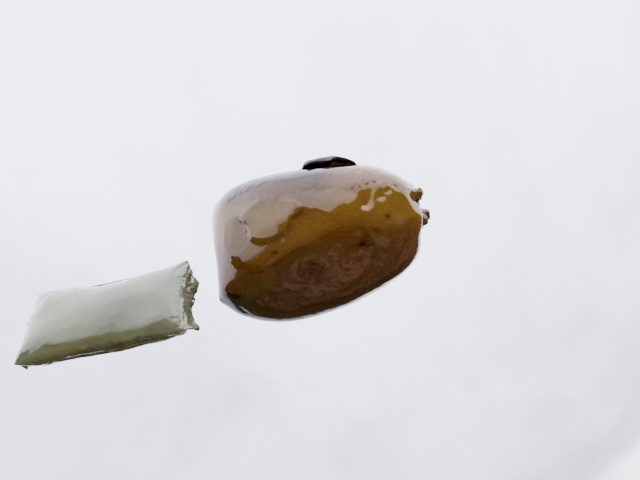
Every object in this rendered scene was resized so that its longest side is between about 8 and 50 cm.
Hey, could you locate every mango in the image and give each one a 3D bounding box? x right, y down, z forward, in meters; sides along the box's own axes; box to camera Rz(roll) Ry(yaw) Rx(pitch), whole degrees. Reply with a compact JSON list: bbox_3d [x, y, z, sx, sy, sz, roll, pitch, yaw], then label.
[{"bbox_3d":[0.000,0.000,0.926,0.287,0.152,0.201,-20,-53,8],"label":"mango"}]

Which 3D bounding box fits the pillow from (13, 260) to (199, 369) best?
[{"bbox_3d":[-0.233,0.082,0.804,0.208,0.119,0.053,-13,-58,6],"label":"pillow"}]
